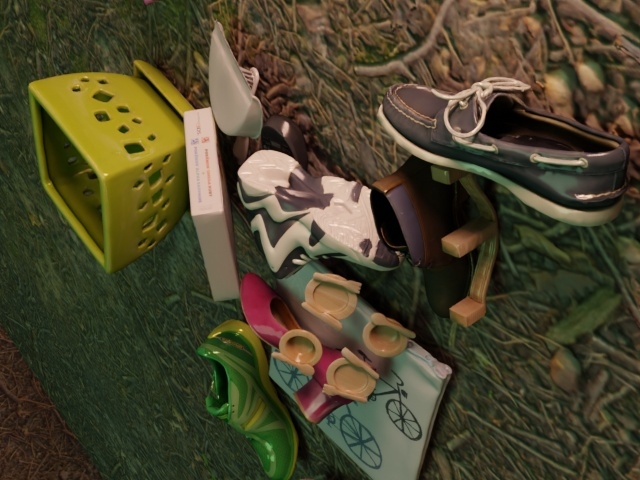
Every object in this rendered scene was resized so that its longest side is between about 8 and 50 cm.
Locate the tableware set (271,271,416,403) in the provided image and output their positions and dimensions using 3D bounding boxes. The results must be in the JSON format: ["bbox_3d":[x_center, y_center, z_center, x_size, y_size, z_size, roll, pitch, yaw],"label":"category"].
[{"bbox_3d":[0.025,0.122,1.086,0.141,0.020,0.169,29,119,-2],"label":"tableware set"}]

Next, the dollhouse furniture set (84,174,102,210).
[{"bbox_3d":[-0.367,-0.125,1.571,0.151,0.144,0.123,53,157,-11],"label":"dollhouse furniture set"}]

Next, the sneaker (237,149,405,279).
[{"bbox_3d":[0.000,0.000,1.100,0.235,0.094,0.153,24,144,18],"label":"sneaker"}]

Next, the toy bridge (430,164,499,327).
[{"bbox_3d":[0.151,-0.006,0.898,0.026,0.063,0.188,25,135,47],"label":"toy bridge"}]

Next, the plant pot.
[{"bbox_3d":[-0.293,-0.125,1.361,0.227,0.207,0.228,47,146,25],"label":"plant pot"}]

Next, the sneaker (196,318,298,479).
[{"bbox_3d":[-0.132,0.282,1.517,0.109,0.123,0.296,-4,111,58],"label":"sneaker"}]

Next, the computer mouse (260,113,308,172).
[{"bbox_3d":[-0.031,-0.064,1.178,0.071,0.041,0.242,28,142,35],"label":"computer mouse"}]

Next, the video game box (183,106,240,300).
[{"bbox_3d":[-0.150,-0.048,1.242,0.205,0.048,0.187,86,177,-53],"label":"video game box"}]

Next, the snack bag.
[{"bbox_3d":[0.038,0.180,1.247,0.323,0.037,0.343,41,144,30],"label":"snack bag"}]

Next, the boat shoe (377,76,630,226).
[{"bbox_3d":[0.154,-0.097,0.789,0.254,0.095,0.079,35,142,38],"label":"boat shoe"}]

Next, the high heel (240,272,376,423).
[{"bbox_3d":[-0.021,0.118,1.204,0.117,0.082,0.244,-42,56,20],"label":"high heel"}]

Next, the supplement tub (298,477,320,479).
[{"bbox_3d":[0.019,0.473,1.410,0.199,0.144,0.144,8,120,55],"label":"supplement tub"}]

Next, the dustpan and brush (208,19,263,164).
[{"bbox_3d":[-0.111,-0.172,1.197,0.147,0.060,0.211,64,150,30],"label":"dustpan and brush"}]

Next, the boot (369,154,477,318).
[{"bbox_3d":[0.102,0.006,0.941,0.082,0.106,0.219,28,135,46],"label":"boot"}]

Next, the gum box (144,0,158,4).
[{"bbox_3d":[-0.216,-0.414,1.153,0.107,0.062,0.188,2,115,57],"label":"gum box"}]
